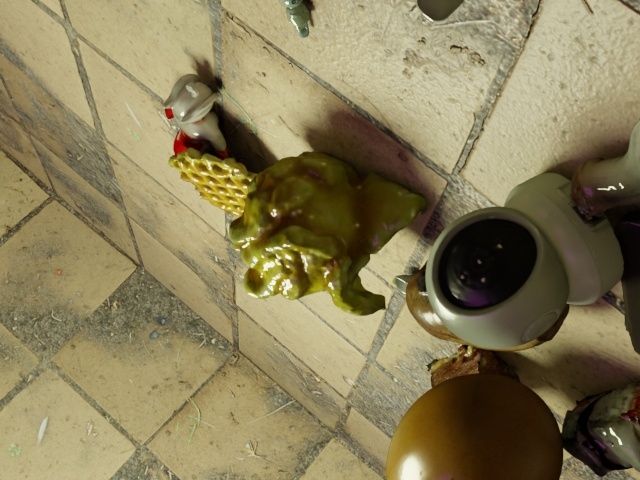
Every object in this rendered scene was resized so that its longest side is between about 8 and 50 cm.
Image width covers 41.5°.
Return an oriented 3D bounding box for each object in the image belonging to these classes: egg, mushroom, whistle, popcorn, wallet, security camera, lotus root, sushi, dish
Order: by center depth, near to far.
[{"bbox_3d":[0.363,-0.083,0.960,0.092,0.081,0.223,9,165,-8],"label":"mushroom"},{"bbox_3d":[0.479,0.084,1.114,0.165,0.042,0.309,24,151,41],"label":"wallet"},{"bbox_3d":[0.253,0.040,1.124,0.194,0.236,0.194,58,170,16],"label":"security camera"},{"bbox_3d":[-0.035,-0.340,1.248,0.035,0.035,0.100,29,156,33],"label":"whistle"},{"bbox_3d":[0.249,0.096,1.368,0.291,0.193,0.193,8,140,56],"label":"lotus root"},{"bbox_3d":[0.495,0.319,1.407,0.124,0.130,0.332,41,160,6],"label":"sushi"},{"bbox_3d":[0.001,0.002,1.500,0.321,0.290,0.325,-1,113,64],"label":"popcorn"},{"bbox_3d":[0.268,0.391,1.503,0.282,0.282,0.351,40,126,8],"label":"egg"},{"bbox_3d":[0.204,0.097,1.642,0.137,0.039,0.091,32,161,30],"label":"dish"}]

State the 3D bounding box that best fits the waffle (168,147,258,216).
[{"bbox_3d":[-0.196,-0.115,1.814,0.291,0.051,0.291,16,161,6],"label":"waffle"}]

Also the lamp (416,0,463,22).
[{"bbox_3d":[0.165,-0.314,0.920,0.050,0.056,0.198,45,156,4],"label":"lamp"}]

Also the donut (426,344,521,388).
[{"bbox_3d":[0.305,0.287,1.696,0.126,0.144,0.186,30,134,-12],"label":"donut"}]

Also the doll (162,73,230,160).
[{"bbox_3d":[-0.263,-0.234,1.790,0.188,0.099,0.384,40,165,7],"label":"doll"}]
